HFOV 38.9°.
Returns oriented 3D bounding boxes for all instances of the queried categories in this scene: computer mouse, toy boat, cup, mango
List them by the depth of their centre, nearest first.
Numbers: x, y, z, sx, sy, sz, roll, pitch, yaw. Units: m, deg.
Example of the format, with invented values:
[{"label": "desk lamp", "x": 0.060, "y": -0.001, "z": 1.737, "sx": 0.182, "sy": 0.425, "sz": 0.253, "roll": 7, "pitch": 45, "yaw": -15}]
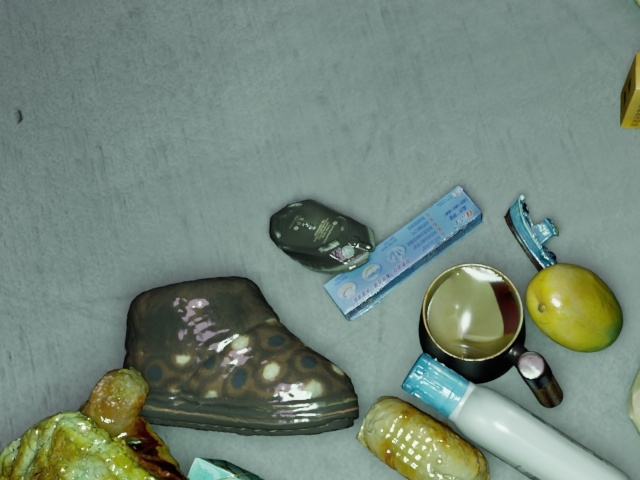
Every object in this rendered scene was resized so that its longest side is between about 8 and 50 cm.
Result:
[{"label": "mango", "x": 0.377, "y": 0.099, "z": 1.322, "sx": 0.092, "sy": 0.194, "sz": 0.130, "roll": -30, "pitch": 64, "yaw": 36}, {"label": "cup", "x": 0.258, "y": 0.130, "z": 1.331, "sx": 0.239, "sy": 0.177, "sz": 0.166, "roll": 17, "pitch": 78, "yaw": 13}, {"label": "toy boat", "x": 0.339, "y": -0.009, "z": 1.416, "sx": 0.061, "sy": 0.060, "sz": 0.137, "roll": -37, "pitch": 65, "yaw": 18}, {"label": "computer mouse", "x": 0.000, "y": 0.000, "z": 1.460, "sx": 0.192, "sy": 0.062, "sz": 0.106, "roll": 20, "pitch": 61, "yaw": 25}]

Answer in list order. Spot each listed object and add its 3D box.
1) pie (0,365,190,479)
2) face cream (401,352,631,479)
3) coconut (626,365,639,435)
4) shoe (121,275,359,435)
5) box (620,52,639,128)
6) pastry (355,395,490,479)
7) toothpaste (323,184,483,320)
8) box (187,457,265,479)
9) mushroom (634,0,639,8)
[{"label": "pie", "x": -0.298, "y": 0.438, "z": 1.266, "sx": 0.395, "sy": 0.180, "sz": 0.418, "roll": -44, "pitch": 67, "yaw": 32}, {"label": "face cream", "x": 0.270, "y": 0.272, "z": 1.273, "sx": 0.336, "sy": 0.163, "sz": 0.080, "roll": 32, "pitch": 84, "yaw": 5}, {"label": "coconut", "x": 0.518, "y": 0.230, "z": 1.271, "sx": 0.170, "sy": 0.171, "sz": 0.183, "roll": -20, "pitch": 75, "yaw": 3}, {"label": "shoe", "x": -0.123, "y": 0.174, "z": 1.384, "sx": 0.383, "sy": 0.171, "sz": 0.237, "roll": 1, "pitch": 79, "yaw": 17}, {"label": "box", "x": 0.591, "y": -0.224, "z": 1.385, "sx": 0.237, "sy": 0.152, "sz": 0.070, "roll": 6, "pitch": 75, "yaw": 10}, {"label": "pastry", "x": 0.153, "y": 0.300, "z": 1.305, "sx": 0.192, "sy": 0.182, "sz": 0.093, "roll": 29, "pitch": 84, "yaw": 27}, {"label": "toothpaste", "x": 0.134, "y": 0.022, "z": 1.447, "sx": 0.272, "sy": 0.053, "sz": 0.066, "roll": -37, "pitch": 68, "yaw": -1}, {"label": "box", "x": -0.070, "y": 0.382, "z": 1.323, "sx": 0.229, "sy": 0.162, "sz": 0.041, "roll": 23, "pitch": 79, "yaw": 14}, {"label": "mushroom", "x": 0.637, "y": -0.447, "z": 1.461, "sx": 0.292, "sy": 0.212, "sz": 0.217, "roll": 24, "pitch": 36, "yaw": 26}]
